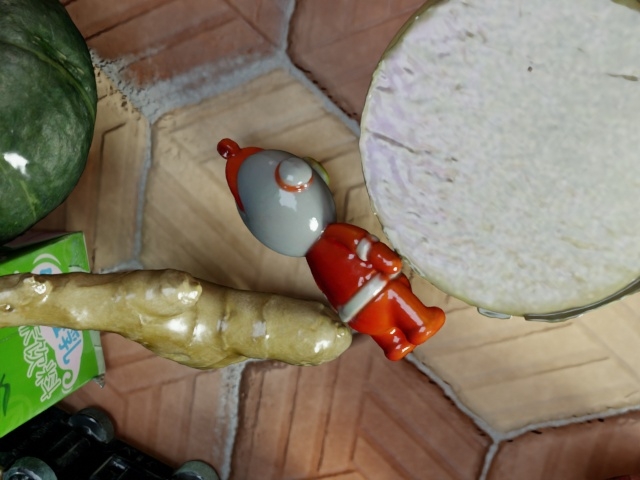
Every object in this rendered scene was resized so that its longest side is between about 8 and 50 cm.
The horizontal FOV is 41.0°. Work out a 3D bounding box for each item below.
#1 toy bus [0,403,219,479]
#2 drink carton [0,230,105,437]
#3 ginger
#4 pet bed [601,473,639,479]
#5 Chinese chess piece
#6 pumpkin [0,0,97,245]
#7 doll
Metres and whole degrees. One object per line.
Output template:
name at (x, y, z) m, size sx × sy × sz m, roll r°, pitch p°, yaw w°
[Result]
toy bus at (-0.232, 0.283, 0.862) m, size 0.275 × 0.138 × 0.167 m, roll 25°, pitch 112°, yaw 8°
drink carton at (-0.318, 0.098, 0.767) m, size 0.108 × 0.271 × 0.161 m, roll 2°, pitch 106°, yaw 23°
ginger at (-0.138, 0.066, 0.746) m, size 0.148 × 0.333 × 0.081 m, roll -11°, pitch 69°, yaw 58°
pet bed at (0.257, 0.285, 0.680) m, size 0.201 × 0.201 × 0.053 m, roll 45°, pitch 151°, yaw 3°
Chinese chess piece at (0.163, -0.074, 0.649) m, size 0.269 × 0.112 × 0.270 m, roll 5°, pitch 105°, yaw 18°
pumpkin at (-0.340, -0.114, 0.714) m, size 0.300 × 0.207 × 0.300 m, roll 2°, pitch 64°, yaw -4°
doll at (0.000, 0.000, 0.730) m, size 0.245 × 0.076 × 0.142 m, roll 47°, pitch 153°, yaw 8°
